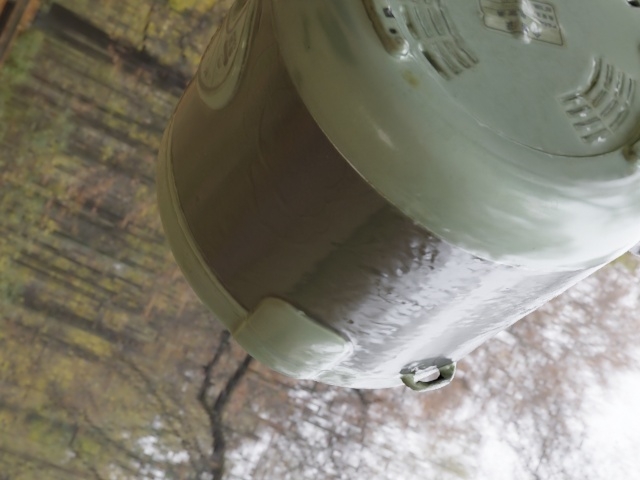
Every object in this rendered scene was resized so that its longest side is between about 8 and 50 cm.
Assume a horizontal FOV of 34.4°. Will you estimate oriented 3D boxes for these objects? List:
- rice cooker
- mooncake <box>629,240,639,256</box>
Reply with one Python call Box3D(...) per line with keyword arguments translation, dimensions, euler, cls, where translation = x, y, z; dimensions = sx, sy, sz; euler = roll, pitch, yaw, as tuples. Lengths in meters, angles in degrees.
Box3D(translation=(0.052, -0.066, 0.658), dimensions=(0.277, 0.288, 0.288), euler=(-44, -154, 52), cls="rice cooker")
Box3D(translation=(0.361, -0.103, 1.050), dimensions=(0.133, 0.245, 0.245), euler=(-33, -146, 45), cls="mooncake")
